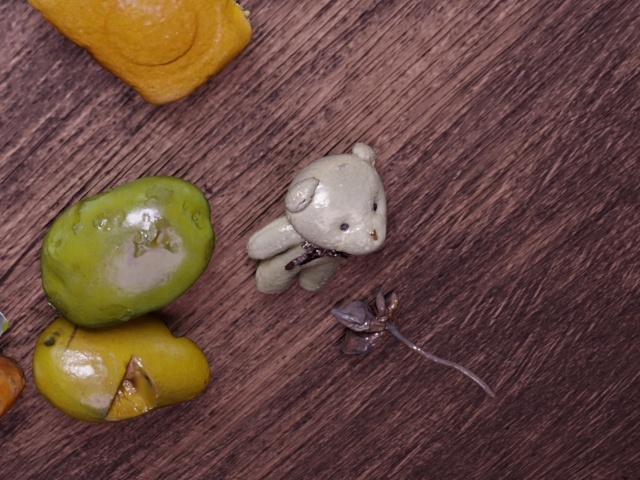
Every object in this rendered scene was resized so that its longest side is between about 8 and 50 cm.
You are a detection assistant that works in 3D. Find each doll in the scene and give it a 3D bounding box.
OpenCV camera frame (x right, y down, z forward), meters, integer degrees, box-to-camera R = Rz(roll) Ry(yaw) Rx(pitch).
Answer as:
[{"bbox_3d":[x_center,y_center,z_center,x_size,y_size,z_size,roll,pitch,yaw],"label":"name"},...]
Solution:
[{"bbox_3d":[0.004,0.000,1.536,0.175,0.149,0.278,-38,165,-38],"label":"doll"}]

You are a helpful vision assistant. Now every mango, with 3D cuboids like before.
[{"bbox_3d":[-0.286,0.181,1.553,0.262,0.167,0.130,-2,147,-30],"label":"mango"}]

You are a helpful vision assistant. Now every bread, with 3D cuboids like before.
[{"bbox_3d":[-0.196,-0.264,1.170,0.174,0.121,0.245,-37,139,10],"label":"bread"}]

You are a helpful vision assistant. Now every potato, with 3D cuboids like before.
[{"bbox_3d":[-0.253,0.016,1.402,0.253,0.148,0.186,-42,138,16],"label":"potato"}]

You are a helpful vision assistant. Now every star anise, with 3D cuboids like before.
[{"bbox_3d":[0.142,0.193,1.741,0.218,0.227,0.148,2,126,-43],"label":"star anise"}]

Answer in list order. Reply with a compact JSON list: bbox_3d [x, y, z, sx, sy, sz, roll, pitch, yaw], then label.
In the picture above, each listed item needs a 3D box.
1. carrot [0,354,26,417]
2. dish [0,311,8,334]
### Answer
[{"bbox_3d":[-0.522,0.221,1.488,0.225,0.159,0.159,-25,140,-17],"label":"carrot"},{"bbox_3d":[-0.497,0.107,1.454,0.137,0.039,0.091,1,127,-29],"label":"dish"}]
